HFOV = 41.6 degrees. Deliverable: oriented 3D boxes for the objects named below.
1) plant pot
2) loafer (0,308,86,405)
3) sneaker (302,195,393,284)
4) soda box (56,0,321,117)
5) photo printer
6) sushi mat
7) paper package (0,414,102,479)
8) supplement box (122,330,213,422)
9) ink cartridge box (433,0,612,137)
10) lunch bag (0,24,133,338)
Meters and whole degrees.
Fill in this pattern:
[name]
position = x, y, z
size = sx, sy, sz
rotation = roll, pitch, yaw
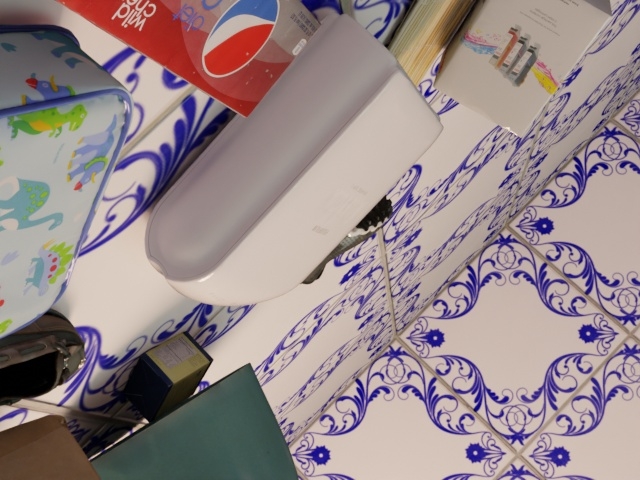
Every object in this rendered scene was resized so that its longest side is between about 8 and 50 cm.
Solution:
[plant pot]
position = -0.160, 0.338, 1.110
size = 0.293, 0.235, 0.293
rotation = -31, 177, -2
[loafer]
position = -0.262, 0.107, 0.700
size = 0.096, 0.084, 0.267
rotation = -46, 164, -2
[sneaker]
position = 0.000, 0.000, 1.143
size = 0.234, 0.078, 0.106
rotation = -30, 161, -36
[soda box]
position = -0.091, -0.157, 0.492
size = 0.092, 0.083, 0.263
rotation = -49, 164, 7
[photo printer]
position = -0.025, -0.057, 0.852
size = 0.307, 0.107, 0.256
rotation = -46, 163, 8
[sushi mat]
position = 0.086, -0.181, 1.015
size = 0.151, 0.019, 0.316
rotation = -25, 154, -50
[paper package]
position = -0.363, 0.337, 0.730
size = 0.324, 0.168, 0.309
rotation = -16, 148, -38
[supplement box]
position = -0.197, 0.175, 1.089
size = 0.083, 0.056, 0.083
rotation = -27, 156, -49
[ink cartridge box]
position = 0.234, -0.240, 0.989
size = 0.176, 0.127, 0.128
rotation = -57, -174, 35
[lunch bag]
position = -0.212, -0.021, 0.502
size = 0.176, 0.090, 0.219
rotation = -25, 154, -50
